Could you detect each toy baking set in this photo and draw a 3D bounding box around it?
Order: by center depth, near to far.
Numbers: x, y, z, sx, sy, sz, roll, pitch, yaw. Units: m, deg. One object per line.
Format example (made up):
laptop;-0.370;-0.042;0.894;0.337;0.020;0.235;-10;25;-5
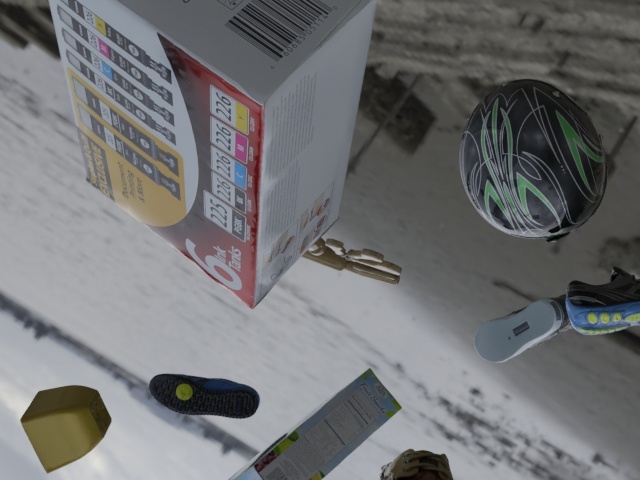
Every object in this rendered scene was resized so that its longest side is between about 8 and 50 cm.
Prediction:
toy baking set;0.000;0.001;1.471;0.256;0.030;0.197;21;169;-8

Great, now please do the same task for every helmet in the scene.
helmet;0.233;-0.088;1.220;0.169;0.169;0.161;22;179;40

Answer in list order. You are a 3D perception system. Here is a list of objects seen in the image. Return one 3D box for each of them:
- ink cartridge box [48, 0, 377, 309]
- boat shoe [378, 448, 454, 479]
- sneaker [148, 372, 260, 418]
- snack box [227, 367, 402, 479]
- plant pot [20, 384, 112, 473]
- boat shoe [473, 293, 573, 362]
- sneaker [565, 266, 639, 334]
ink cartridge box;-0.113;-0.128;0.868;0.271;0.130;0.309;36;154;15
boat shoe;0.126;0.344;1.504;0.122;0.120;0.324;16;166;-4
sneaker;-0.216;0.288;2.047;0.209;0.069;0.082;10;-175;-6
snack box;-0.023;0.259;1.322;0.070;0.207;0.174;50;144;4
plant pot;-0.311;0.229;1.371;0.081;0.083;0.082;-79;-30;-70
boat shoe;0.309;0.129;1.604;0.083;0.065;0.183;-8;164;-36
sneaker;0.382;0.064;1.311;0.188;0.078;0.067;-4;147;-12
